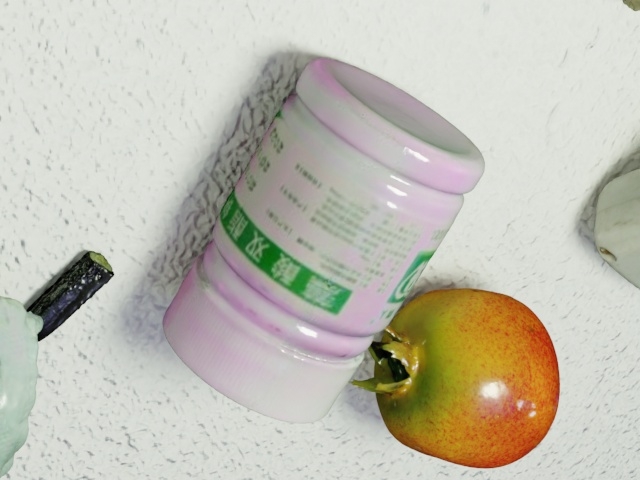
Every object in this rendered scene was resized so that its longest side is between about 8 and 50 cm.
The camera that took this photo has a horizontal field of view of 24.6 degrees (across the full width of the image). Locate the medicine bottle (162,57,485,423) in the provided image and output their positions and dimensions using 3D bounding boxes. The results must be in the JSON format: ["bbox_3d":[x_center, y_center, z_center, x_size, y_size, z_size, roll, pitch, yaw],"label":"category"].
[{"bbox_3d":[0.000,0.000,1.498,0.212,0.212,0.325,18,113,-37],"label":"medicine bottle"}]

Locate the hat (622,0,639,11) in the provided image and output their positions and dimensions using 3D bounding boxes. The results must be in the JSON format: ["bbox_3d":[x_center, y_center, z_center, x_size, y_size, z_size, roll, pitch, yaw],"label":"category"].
[{"bbox_3d":[0.367,-0.347,1.567,0.166,0.144,0.173,-16,85,-17],"label":"hat"}]

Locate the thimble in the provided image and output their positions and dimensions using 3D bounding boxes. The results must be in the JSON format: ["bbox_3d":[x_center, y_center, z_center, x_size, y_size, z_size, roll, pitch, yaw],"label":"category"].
[{"bbox_3d":[-0.372,0.144,1.389,0.172,0.205,0.250,17,118,-37],"label":"thimble"}]

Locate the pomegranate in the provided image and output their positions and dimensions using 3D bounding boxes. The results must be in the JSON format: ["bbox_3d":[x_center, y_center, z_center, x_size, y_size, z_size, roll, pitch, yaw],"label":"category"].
[{"bbox_3d":[0.156,0.154,1.695,0.256,0.221,0.221,13,115,-34],"label":"pomegranate"}]

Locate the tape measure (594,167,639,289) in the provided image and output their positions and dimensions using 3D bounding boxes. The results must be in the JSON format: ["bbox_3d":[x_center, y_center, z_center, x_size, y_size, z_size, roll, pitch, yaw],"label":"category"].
[{"bbox_3d":[0.480,-0.002,1.745,0.258,0.130,0.265,24,152,-31],"label":"tape measure"}]

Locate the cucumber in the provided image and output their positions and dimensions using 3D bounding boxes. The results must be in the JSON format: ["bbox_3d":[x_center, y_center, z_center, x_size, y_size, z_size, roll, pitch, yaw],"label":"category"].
[{"bbox_3d":[-0.280,0.076,1.511,0.163,0.043,0.039,-41,175,6],"label":"cucumber"}]
